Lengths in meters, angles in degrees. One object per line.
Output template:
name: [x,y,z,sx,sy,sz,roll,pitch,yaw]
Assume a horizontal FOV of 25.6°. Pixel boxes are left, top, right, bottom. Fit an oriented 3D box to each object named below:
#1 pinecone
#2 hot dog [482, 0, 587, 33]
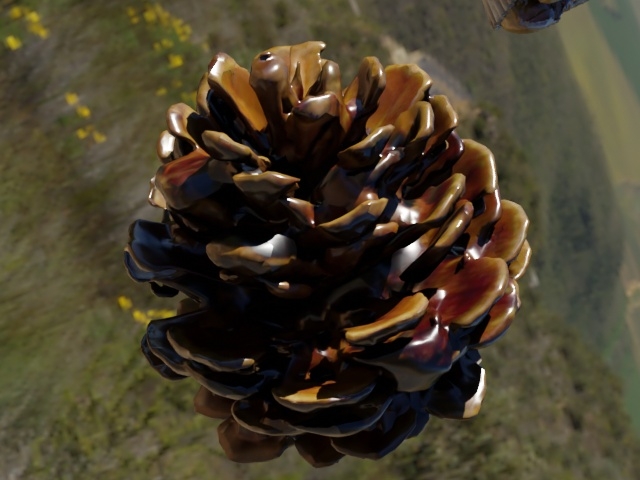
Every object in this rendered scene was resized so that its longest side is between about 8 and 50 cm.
pinecone: [0.000,0.000,0.539,0.173,0.173,0.174,49,30,-41]
hot dog: [0.226,-0.241,1.063,0.075,0.268,0.144,50,-16,10]
